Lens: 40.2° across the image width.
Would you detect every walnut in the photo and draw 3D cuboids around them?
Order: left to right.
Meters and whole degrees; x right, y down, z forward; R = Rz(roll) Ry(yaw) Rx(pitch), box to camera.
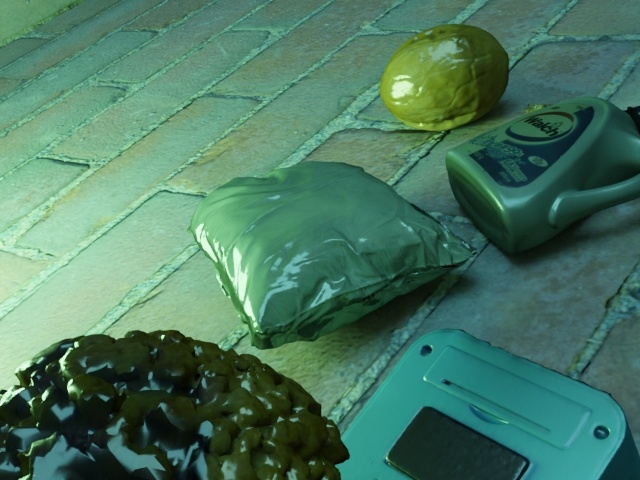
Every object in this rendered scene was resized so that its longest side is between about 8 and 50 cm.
[{"bbox_3d":[0.189,-0.250,1.348,0.206,0.159,0.159,-12,32,23],"label":"walnut"}]

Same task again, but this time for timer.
[{"bbox_3d":[0.123,0.218,0.761,0.250,0.091,0.232,-46,41,-20],"label":"timer"}]

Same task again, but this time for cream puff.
[{"bbox_3d":[-0.131,0.228,0.619,0.327,0.231,0.343,41,76,16],"label":"cream puff"}]

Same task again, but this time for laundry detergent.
[{"bbox_3d":[0.319,-0.097,1.094,0.280,0.105,0.215,-20,31,-7],"label":"laundry detergent"}]

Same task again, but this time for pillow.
[{"bbox_3d":[0.000,0.000,1.076,0.283,0.138,0.310,-18,32,-17],"label":"pillow"}]

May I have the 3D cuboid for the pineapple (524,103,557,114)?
[{"bbox_3d":[0.338,-0.189,1.305,0.083,0.019,0.045,10,35,38],"label":"pineapple"}]
